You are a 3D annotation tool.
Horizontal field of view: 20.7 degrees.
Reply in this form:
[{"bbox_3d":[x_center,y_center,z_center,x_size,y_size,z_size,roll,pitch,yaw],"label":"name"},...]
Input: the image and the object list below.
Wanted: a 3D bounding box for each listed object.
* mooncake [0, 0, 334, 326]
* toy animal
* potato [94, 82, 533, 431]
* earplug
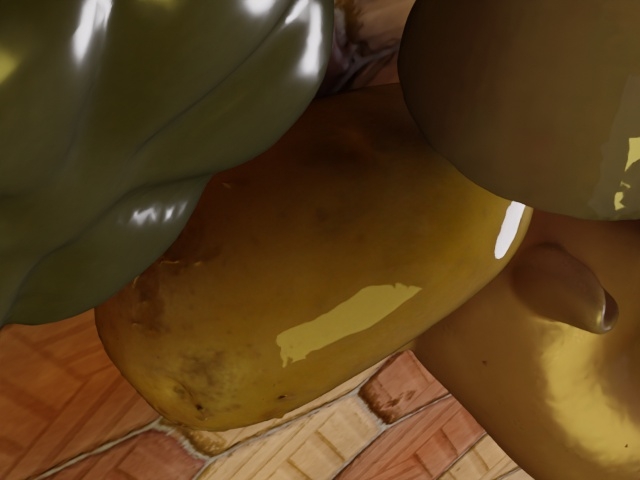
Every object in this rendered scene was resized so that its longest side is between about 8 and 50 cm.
[{"bbox_3d":[-0.117,-0.055,0.582,0.275,0.135,0.275,-33,162,-12],"label":"mooncake"},{"bbox_3d":[0.169,0.046,1.117,0.195,0.213,0.256,-14,132,41],"label":"toy animal"},{"bbox_3d":[0.000,0.000,0.851,0.234,0.150,0.146,-34,137,-14],"label":"potato"},{"bbox_3d":[0.135,-0.162,0.706,0.172,0.172,0.301,-26,152,-22],"label":"earplug"}]
